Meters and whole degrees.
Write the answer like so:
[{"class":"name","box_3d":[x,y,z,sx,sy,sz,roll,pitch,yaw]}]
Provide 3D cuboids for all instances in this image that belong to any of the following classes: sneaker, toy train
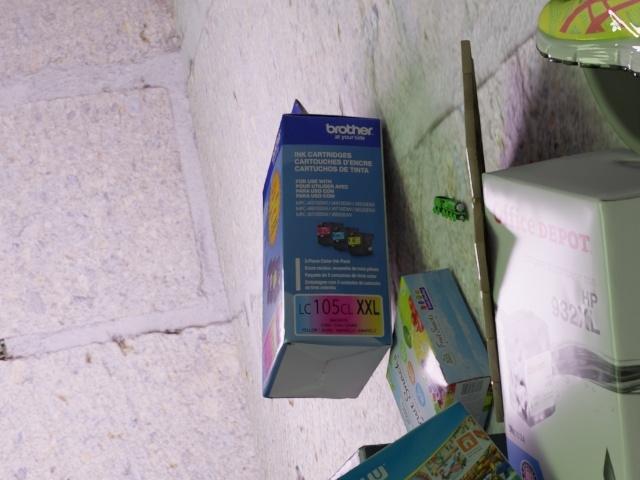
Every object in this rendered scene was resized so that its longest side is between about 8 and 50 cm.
[{"class":"sneaker","box_3d":[0.214,-0.159,0.826,0.208,0.081,0.094,-152,61,-65]},{"class":"toy train","box_3d":[0.154,-0.038,1.482,0.083,0.017,0.024,-149,61,-72]}]

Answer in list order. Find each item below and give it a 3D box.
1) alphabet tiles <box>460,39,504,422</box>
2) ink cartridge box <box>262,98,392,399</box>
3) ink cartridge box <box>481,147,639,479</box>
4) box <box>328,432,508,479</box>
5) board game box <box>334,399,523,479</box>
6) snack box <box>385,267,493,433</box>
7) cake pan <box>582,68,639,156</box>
[{"class":"alphabet tiles","box_3d":[0.158,-0.005,1.205,0.285,0.011,0.343,-84,-14,-49]},{"class":"ink cartridge box","box_3d":[0.000,0.000,1.755,0.270,0.151,0.396,111,161,-65]},{"class":"ink cartridge box","box_3d":[0.238,0.094,0.989,0.223,0.129,0.308,-151,52,-73]},{"class":"box","box_3d":[0.118,0.414,1.428,0.395,0.211,0.294,119,145,-63]},{"class":"board game box","box_3d":[0.107,0.310,0.969,0.303,0.224,0.097,51,168,36]},{"class":"snack box","box_3d":[0.145,0.168,1.542,0.207,0.070,0.174,93,163,-46]},{"class":"cake pan","box_3d":[0.258,-0.197,0.877,0.293,0.054,0.293,171,90,-76]}]
